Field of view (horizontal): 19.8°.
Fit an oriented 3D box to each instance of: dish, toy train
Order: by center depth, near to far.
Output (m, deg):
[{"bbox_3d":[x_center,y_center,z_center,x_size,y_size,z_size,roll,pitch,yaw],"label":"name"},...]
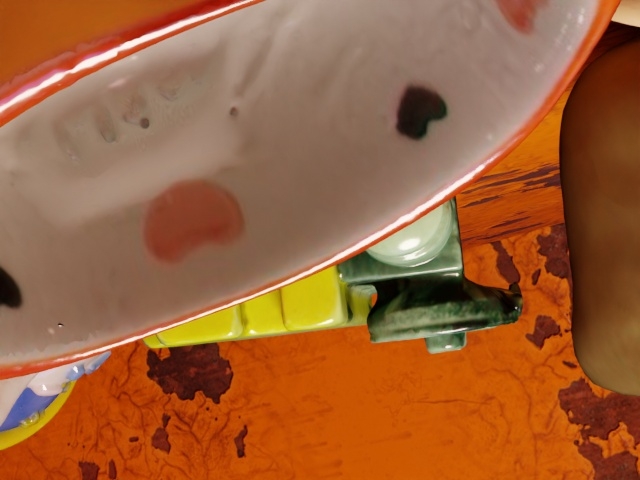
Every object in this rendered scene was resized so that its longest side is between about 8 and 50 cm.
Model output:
[{"bbox_3d":[-0.045,-0.065,0.540,0.256,0.117,0.256,-24,163,-8],"label":"dish"},{"bbox_3d":[0.000,0.000,1.314,0.272,0.179,0.442,-7,177,5],"label":"toy train"}]

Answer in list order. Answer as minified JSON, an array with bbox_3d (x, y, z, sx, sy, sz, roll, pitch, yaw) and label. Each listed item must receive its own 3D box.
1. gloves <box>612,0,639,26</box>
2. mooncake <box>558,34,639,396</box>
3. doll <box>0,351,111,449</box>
[{"bbox_3d":[0.148,-0.136,0.684,0.180,0.106,0.129,15,178,9],"label":"gloves"},{"bbox_3d":[0.380,-0.043,1.182,0.467,0.262,0.467,-11,-179,0],"label":"mooncake"},{"bbox_3d":[-0.237,0.051,1.537,0.311,0.159,0.242,-37,174,-30],"label":"doll"}]
